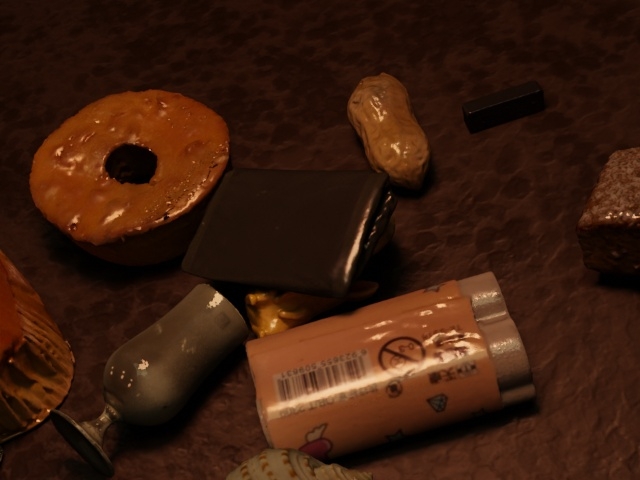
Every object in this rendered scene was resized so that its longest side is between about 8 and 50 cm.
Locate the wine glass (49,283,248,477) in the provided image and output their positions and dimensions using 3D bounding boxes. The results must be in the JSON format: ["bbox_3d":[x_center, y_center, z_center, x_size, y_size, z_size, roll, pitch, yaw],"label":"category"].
[{"bbox_3d":[-0.189,0.154,1.259,0.103,0.103,0.231,28,57,34],"label":"wine glass"}]

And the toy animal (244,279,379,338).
[{"bbox_3d":[-0.010,0.067,1.319,0.159,0.070,0.083,-17,8,-7],"label":"toy animal"}]

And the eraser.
[{"bbox_3d":[0.073,0.138,1.216,0.290,0.087,0.171,-17,48,1],"label":"eraser"}]

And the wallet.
[{"bbox_3d":[-0.040,-0.013,1.305,0.245,0.052,0.168,6,59,33],"label":"wallet"}]

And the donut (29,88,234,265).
[{"bbox_3d":[-0.241,-0.077,1.477,0.277,0.108,0.277,-7,48,8],"label":"donut"}]

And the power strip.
[{"bbox_3d":[0.247,-0.182,1.489,0.111,0.038,0.029,-17,46,-3],"label":"power strip"}]

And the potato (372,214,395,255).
[{"bbox_3d":[0.000,0.000,1.361,0.188,0.085,0.105,-22,28,1],"label":"potato"}]

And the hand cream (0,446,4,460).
[{"bbox_3d":[-0.386,0.242,1.165,0.075,0.248,0.052,-3,84,-10],"label":"hand cream"}]

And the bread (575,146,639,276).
[{"bbox_3d":[0.499,-0.035,1.188,0.416,0.113,0.165,1,36,31],"label":"bread"}]

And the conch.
[{"bbox_3d":[-0.036,0.283,1.072,0.200,0.131,0.172,-35,68,-14],"label":"conch"}]

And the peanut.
[{"bbox_3d":[0.089,-0.149,1.474,0.099,0.099,0.214,-17,52,0],"label":"peanut"}]

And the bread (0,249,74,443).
[{"bbox_3d":[-0.437,0.106,1.334,0.204,0.156,0.288,-30,49,-9],"label":"bread"}]
